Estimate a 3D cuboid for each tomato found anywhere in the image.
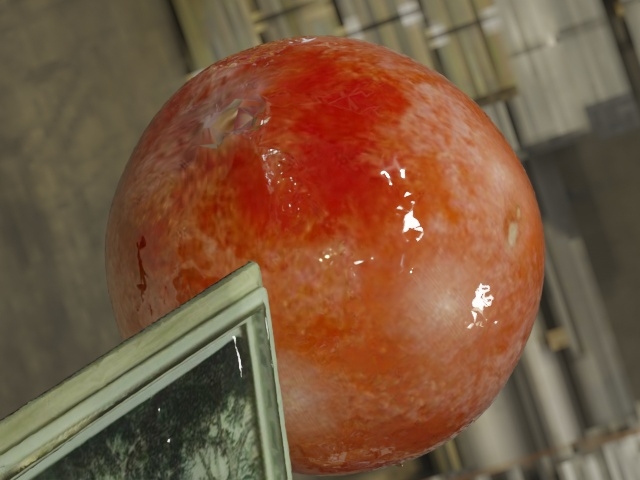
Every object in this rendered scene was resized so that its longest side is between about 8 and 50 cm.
[{"bbox_3d":[0.000,0.000,1.195,0.265,0.264,0.265,-19,90,-79],"label":"tomato"}]

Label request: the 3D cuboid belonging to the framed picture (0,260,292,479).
[{"bbox_3d":[-0.056,0.103,0.442,0.183,0.011,0.142,-33,124,-48],"label":"framed picture"}]
